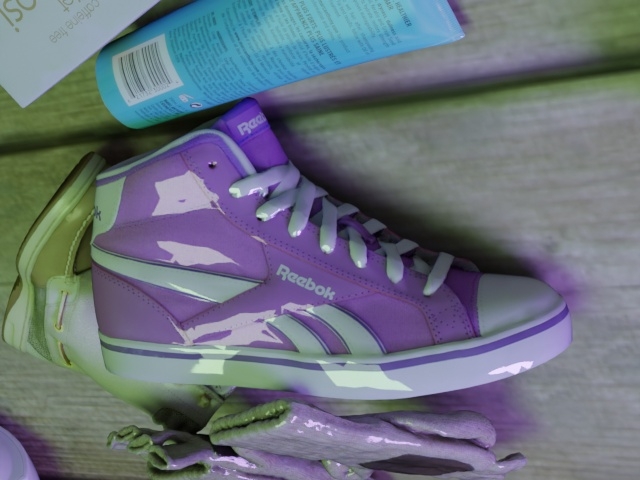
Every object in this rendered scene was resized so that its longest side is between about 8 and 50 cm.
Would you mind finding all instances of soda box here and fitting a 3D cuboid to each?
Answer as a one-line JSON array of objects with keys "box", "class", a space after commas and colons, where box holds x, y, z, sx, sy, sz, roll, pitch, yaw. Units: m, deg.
[{"box": [-0.111, -0.154, 0.699, 0.216, 0.069, 0.074, -27, 111, 44], "class": "soda box"}]

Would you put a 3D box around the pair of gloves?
[{"box": [-0.006, 0.134, 0.854, 0.204, 0.042, 0.240, 14, 157, -31], "class": "pair of gloves"}]

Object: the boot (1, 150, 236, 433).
[{"box": [-0.120, 0.045, 0.885, 0.165, 0.077, 0.213, 32, 141, 2], "class": "boot"}]

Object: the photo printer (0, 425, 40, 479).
[{"box": [-0.383, 0.224, 1.190, 0.307, 0.107, 0.256, 24, 137, 10], "class": "photo printer"}]

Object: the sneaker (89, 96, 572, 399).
[{"box": [0.000, 0.000, 0.752, 0.282, 0.102, 0.161, 0, 103, 11], "class": "sneaker"}]

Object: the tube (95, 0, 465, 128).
[{"box": [-0.030, -0.111, 0.707, 0.207, 0.052, 0.080, -14, 124, 34], "class": "tube"}]
